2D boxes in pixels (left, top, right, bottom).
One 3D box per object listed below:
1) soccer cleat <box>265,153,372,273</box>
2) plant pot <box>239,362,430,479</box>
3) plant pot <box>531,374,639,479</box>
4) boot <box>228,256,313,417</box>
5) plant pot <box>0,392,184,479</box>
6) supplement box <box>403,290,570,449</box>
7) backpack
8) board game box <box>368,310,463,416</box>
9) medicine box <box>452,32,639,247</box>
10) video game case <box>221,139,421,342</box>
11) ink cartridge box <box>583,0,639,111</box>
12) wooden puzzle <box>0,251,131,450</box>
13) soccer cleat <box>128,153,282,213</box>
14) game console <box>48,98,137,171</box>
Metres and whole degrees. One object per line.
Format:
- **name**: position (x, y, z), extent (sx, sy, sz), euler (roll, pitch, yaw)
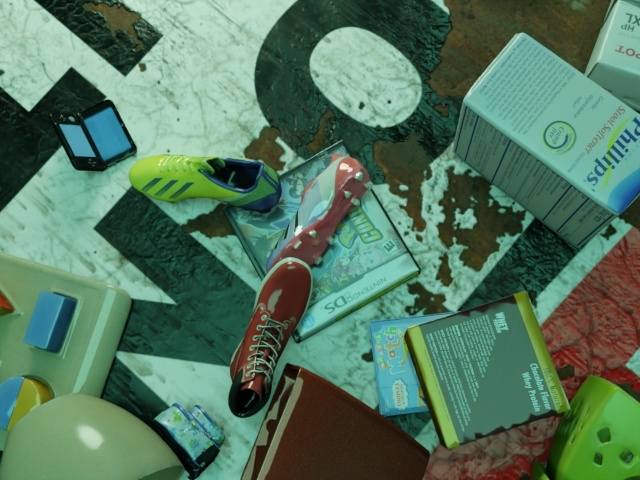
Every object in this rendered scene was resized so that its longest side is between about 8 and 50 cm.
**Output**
- **soccer cleat**: position (-0.014, -0.039, 1.443), extent (0.248, 0.083, 0.095), euler (-51, 48, -1)
- **plant pot**: position (0.016, 0.358, 1.309), extent (0.235, 0.267, 0.267), euler (22, 81, -4)
- **plant pot**: position (0.452, 0.358, 1.285), extent (0.228, 0.227, 0.207), euler (38, 91, 10)
- **boot**: position (-0.078, 0.156, 1.346), extent (0.088, 0.176, 0.244), euler (23, 105, -8)
- **plant pot**: position (-0.383, 0.352, 1.322), extent (0.284, 0.284, 0.191), euler (-35, 73, -3)
- **supplement box**: position (0.254, 0.204, 1.333), extent (0.194, 0.129, 0.191), euler (-18, 78, 0)
- **backpack**: position (-0.216, 0.321, 1.402), extent (0.114, 0.105, 0.084), euler (44, 62, 10)
- **board game box**: position (0.195, 0.204, 1.423), extent (0.211, 0.039, 0.160), euler (-7, 78, 2)
- **medicine box**: position (0.373, -0.149, 1.364), extent (0.289, 0.263, 0.149), euler (38, 84, 10)
- **video game case**: position (0.000, 0.000, 1.481), extent (0.248, 0.035, 0.275), euler (-30, 78, -2)
- **ink cartridge box**: position (0.613, -0.380, 1.460), extent (0.223, 0.129, 0.307), euler (21, 81, 8)
- **wooden puzzle**: position (-0.540, 0.191, 1.462), extent (0.347, 0.080, 0.322), euler (16, 80, 7)
- **soccer cleat**: position (-0.205, -0.116, 1.458), extent (0.289, 0.121, 0.093), euler (9, 66, 18)
- **game console**: position (-0.411, -0.193, 1.535), extent (0.071, 0.107, 0.122), euler (-36, 76, 26)
